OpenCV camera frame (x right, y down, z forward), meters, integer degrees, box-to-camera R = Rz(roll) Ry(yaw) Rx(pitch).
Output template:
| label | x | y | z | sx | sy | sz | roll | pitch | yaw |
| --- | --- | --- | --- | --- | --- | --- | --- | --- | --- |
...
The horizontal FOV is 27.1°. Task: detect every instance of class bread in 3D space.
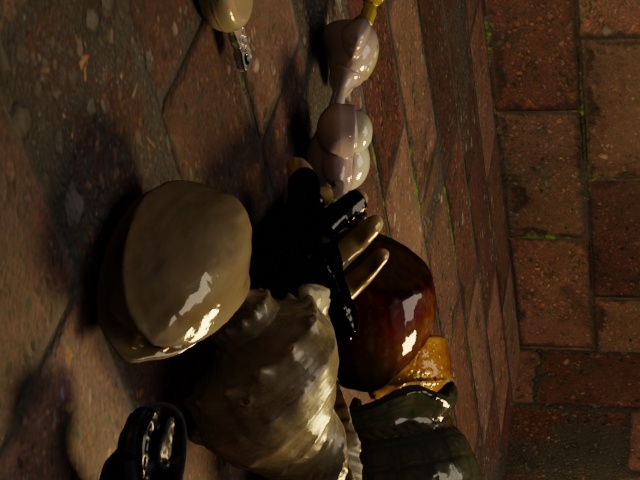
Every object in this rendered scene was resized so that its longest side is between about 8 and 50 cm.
| label | x | y | z | sx | sy | sz | roll | pitch | yaw |
| --- | --- | --- | --- | --- | --- | --- | --- | --- | --- |
| bread | 0.171 | 0.231 | 2.448 | 0.229 | 0.139 | 0.143 | 10 | 73 | -75 |

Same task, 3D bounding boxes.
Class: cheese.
| label | x | y | z | sx | sy | sz | roll | pitch | yaw |
| --- | --- | --- | --- | --- | --- | --- | --- | --- | --- |
| cheese | -0.106 | -0.279 | 1.566 | 0.171 | 0.048 | 0.092 | 63 | 34 | -58 |

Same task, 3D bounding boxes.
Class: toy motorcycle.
| label | x | y | z | sx | sy | sz | roll | pitch | yaw |
| --- | --- | --- | --- | --- | --- | --- | --- | --- | --- |
| toy motorcycle | -0.175 | 0.331 | 1.233 | 0.212 | 0.125 | 0.358 | 76 | 21 | -65 |

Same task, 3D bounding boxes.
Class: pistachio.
| label | x | y | z | sx | sy | sz | roll | pitch | yaw |
| --- | --- | --- | --- | --- | --- | --- | --- | --- | --- |
| pistachio | -0.142 | 0.030 | 1.323 | 0.152 | 0.126 | 0.223 | 45 | 42 | -21 |

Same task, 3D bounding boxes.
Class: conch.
| label | x | y | z | sx | sy | sz | roll | pitch | yaw |
| --- | --- | --- | --- | --- | --- | --- | --- | --- | --- |
| conch | -0.046 | 0.178 | 1.536 | 0.263 | 0.186 | 0.324 | -55 | 143 | -55 |

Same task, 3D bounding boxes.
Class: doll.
| label | x | y | z | sx | sy | sz | roll | pitch | yaw |
| --- | --- | --- | --- | --- | --- | --- | --- | --- | --- |
| doll | 0.038 | -0.212 | 1.978 | 0.160 | 0.094 | 0.365 | 110 | -13 | -57 |

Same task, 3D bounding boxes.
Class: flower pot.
| label | x | y | z | sx | sy | sz | roll | pitch | yaw |
| --- | --- | --- | --- | --- | --- | --- | --- | --- | --- |
| flower pot | 0.061 | 0.312 | 1.799 | 0.302 | 0.302 | 0.213 | 25 | 57 | -73 |

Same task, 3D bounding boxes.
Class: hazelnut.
| label | x | y | z | sx | sy | sz | roll | pitch | yaw |
| --- | --- | --- | --- | --- | --- | --- | --- | --- | --- |
| hazelnut | 0.073 | 0.100 | 1.903 | 0.234 | 0.218 | 0.218 | -58 | 146 | -53 |

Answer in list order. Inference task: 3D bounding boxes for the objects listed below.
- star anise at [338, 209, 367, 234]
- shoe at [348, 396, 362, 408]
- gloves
| label | x | y | z | sx | sy | sz | roll | pitch | yaw |
| --- | --- | --- | --- | --- | --- | --- | --- | --- | --- |
| star anise | 0.051 | 0.042 | 2.099 | 0.212 | 0.073 | 0.197 | -49 | 135 | -63 |
| shoe | 0.019 | 0.307 | 2.033 | 0.062 | 0.053 | 0.159 | -114 | -138 | -65 |
| gloves | -0.007 | 0.004 | 1.739 | 0.197 | 0.152 | 0.301 | 69 | 27 | -23 |
